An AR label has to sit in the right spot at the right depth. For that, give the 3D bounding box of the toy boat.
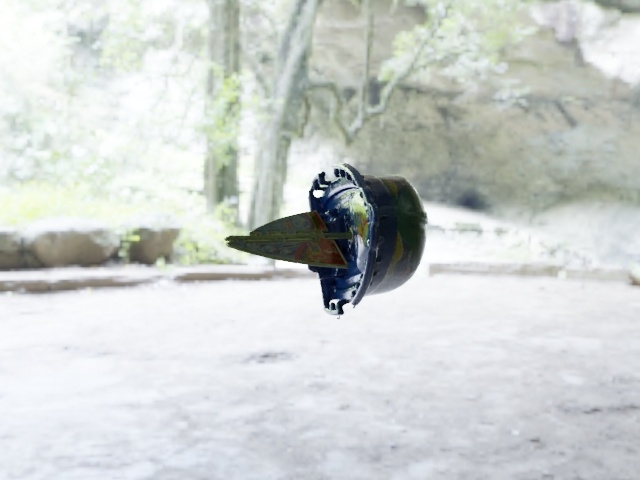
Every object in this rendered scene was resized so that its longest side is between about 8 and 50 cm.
[{"bbox_3d":[0.000,0.000,0.583,0.110,0.091,0.175,-7,-6,-13],"label":"toy boat"}]
